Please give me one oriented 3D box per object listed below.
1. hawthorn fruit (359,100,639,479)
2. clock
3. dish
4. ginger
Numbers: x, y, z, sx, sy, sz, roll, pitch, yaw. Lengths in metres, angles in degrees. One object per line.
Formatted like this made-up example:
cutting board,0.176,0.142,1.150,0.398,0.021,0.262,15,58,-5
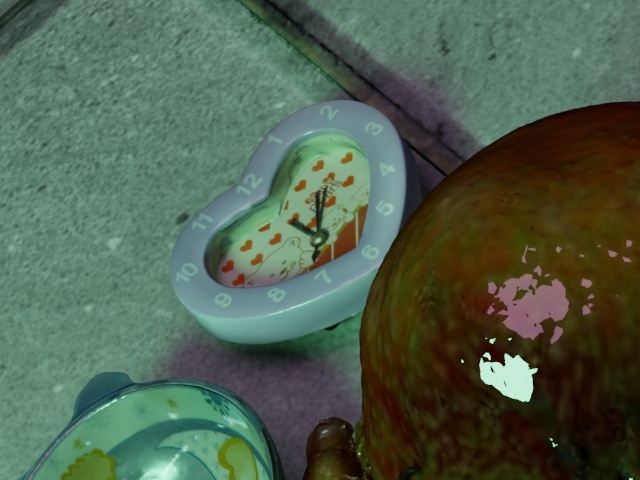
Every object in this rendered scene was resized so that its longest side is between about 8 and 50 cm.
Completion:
hawthorn fruit,0.171,0.045,1.096,0.285,0.284,0.369,-14,23,19
clock,0.000,0.000,1.364,0.172,0.064,0.198,28,73,41
dish,-0.111,0.201,1.257,0.228,0.086,0.236,-12,51,23
ginger,0.034,0.166,1.210,0.103,0.073,0.162,-18,48,15
